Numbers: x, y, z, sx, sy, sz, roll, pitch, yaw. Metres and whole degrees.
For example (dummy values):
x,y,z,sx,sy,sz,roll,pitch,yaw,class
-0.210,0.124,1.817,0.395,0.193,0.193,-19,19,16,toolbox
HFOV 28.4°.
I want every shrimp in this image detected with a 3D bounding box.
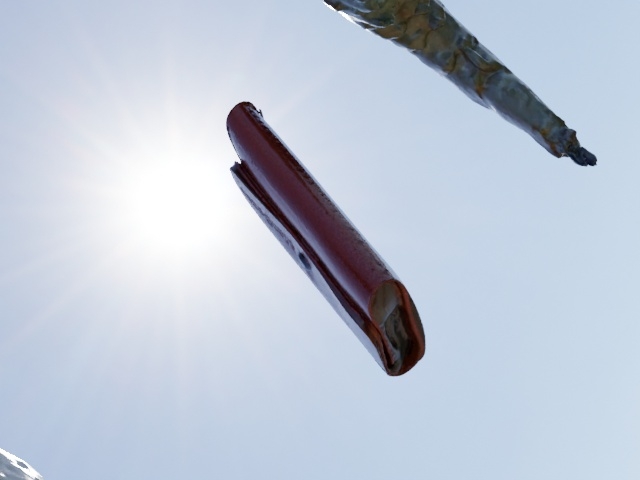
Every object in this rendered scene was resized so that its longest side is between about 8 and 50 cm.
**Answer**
x,y,z,sx,sy,sz,roll,pitch,yaw,class
0.094,-0.161,1.048,0.068,0.287,0.185,-46,16,11,shrimp

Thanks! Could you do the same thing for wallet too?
x,y,z,sx,sy,sz,roll,pitch,yaw,class
0.000,0.000,0.961,0.045,0.204,0.142,-34,-31,-8,wallet

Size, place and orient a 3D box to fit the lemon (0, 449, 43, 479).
x,y,z,sx,sy,sz,roll,pitch,yaw,class
-0.310,0.248,0.646,0.364,0.364,0.364,-42,-39,-47,lemon
